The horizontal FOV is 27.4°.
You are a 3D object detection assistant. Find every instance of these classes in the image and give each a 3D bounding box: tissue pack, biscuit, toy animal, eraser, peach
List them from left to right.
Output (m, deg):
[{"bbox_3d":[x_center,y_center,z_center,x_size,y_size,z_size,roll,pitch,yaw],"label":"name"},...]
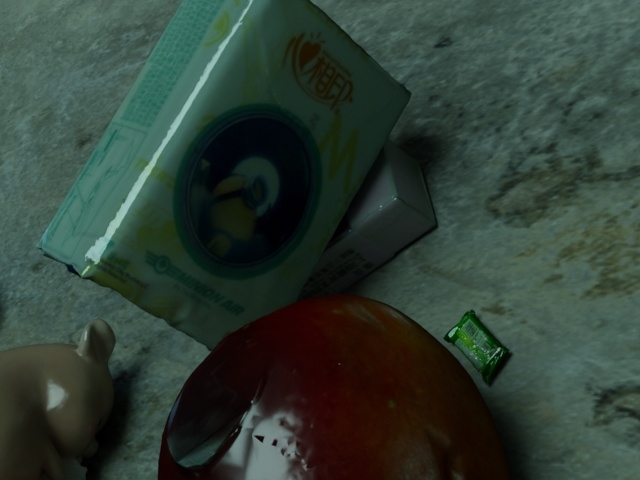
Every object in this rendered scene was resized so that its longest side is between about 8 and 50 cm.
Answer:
[{"bbox_3d":[-0.388,0.245,1.766,0.195,0.256,0.213,-36,72,45],"label":"toy animal"},{"bbox_3d":[-0.100,-0.083,1.492,0.162,0.287,0.388,22,80,47],"label":"tissue pack"},{"bbox_3d":[-0.001,0.234,1.269,0.335,0.310,0.406,-21,48,34],"label":"peach"},{"bbox_3d":[0.000,0.000,1.626,0.287,0.086,0.130,-36,40,24],"label":"eraser"},{"bbox_3d":[0.170,0.113,1.408,0.046,0.016,0.089,-51,36,8],"label":"biscuit"}]
